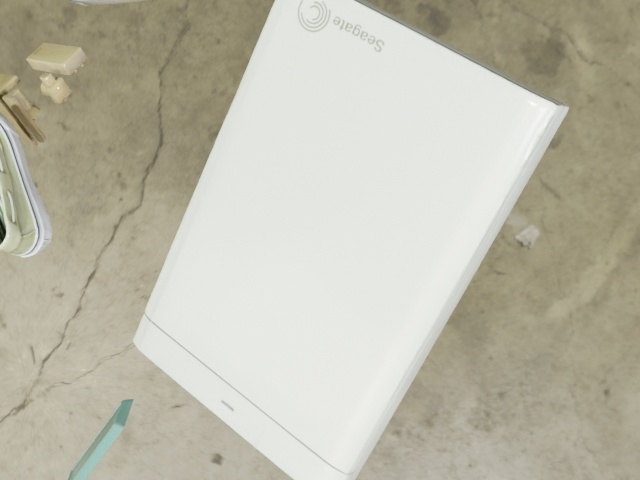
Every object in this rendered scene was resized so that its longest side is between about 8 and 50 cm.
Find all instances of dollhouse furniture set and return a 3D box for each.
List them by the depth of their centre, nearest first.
[{"bbox_3d":[-0.501,-0.265,1.466,0.151,0.144,0.123,-55,140,-26],"label":"dollhouse furniture set"}]

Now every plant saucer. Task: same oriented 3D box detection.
[{"bbox_3d":[-0.343,0.321,1.217,0.018,0.067,0.192,32,115,-16],"label":"plant saucer"}]

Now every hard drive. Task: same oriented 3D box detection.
[{"bbox_3d":[0.000,0.000,0.626,0.233,0.047,0.353,34,111,22],"label":"hard drive"}]

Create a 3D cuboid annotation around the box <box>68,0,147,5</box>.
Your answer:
[{"bbox_3d":[-0.392,-0.571,1.508,0.183,0.056,0.231,0,97,15],"label":"box"}]

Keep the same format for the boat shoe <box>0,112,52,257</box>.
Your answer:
[{"bbox_3d":[-0.520,-0.111,1.244,0.109,0.094,0.302,-36,77,10],"label":"boat shoe"}]
